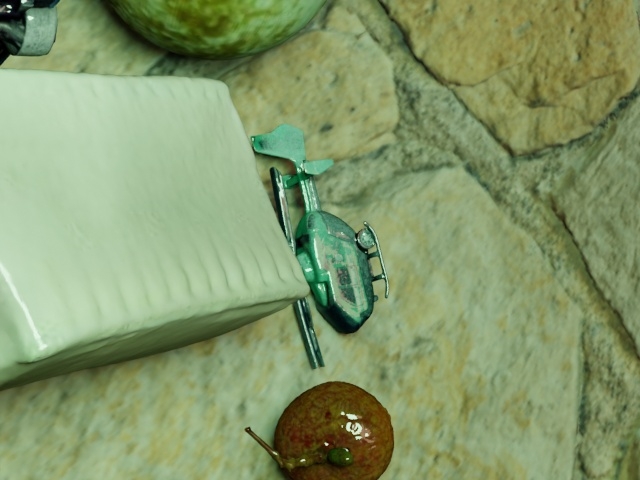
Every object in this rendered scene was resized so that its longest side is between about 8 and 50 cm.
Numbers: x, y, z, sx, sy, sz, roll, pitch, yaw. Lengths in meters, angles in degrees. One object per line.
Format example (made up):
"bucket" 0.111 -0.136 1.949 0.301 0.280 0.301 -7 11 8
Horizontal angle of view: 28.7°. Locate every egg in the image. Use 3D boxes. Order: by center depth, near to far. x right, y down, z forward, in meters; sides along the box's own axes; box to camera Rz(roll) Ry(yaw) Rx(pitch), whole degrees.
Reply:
"egg" -0.095 -0.300 1.122 0.238 0.238 0.289 13 53 -31

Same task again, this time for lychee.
"lychee" 0.005 0.180 1.101 0.114 0.101 0.140 25 40 11

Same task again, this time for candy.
"candy" -0.175 -0.010 0.941 0.359 0.145 0.208 -10 76 -59

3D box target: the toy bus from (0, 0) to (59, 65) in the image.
"toy bus" -0.302 -0.185 0.898 0.138 0.288 0.175 -5 77 -36

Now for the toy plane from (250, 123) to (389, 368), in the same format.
"toy plane" 0.000 0.000 1.196 0.096 0.060 0.235 -12 85 -24
